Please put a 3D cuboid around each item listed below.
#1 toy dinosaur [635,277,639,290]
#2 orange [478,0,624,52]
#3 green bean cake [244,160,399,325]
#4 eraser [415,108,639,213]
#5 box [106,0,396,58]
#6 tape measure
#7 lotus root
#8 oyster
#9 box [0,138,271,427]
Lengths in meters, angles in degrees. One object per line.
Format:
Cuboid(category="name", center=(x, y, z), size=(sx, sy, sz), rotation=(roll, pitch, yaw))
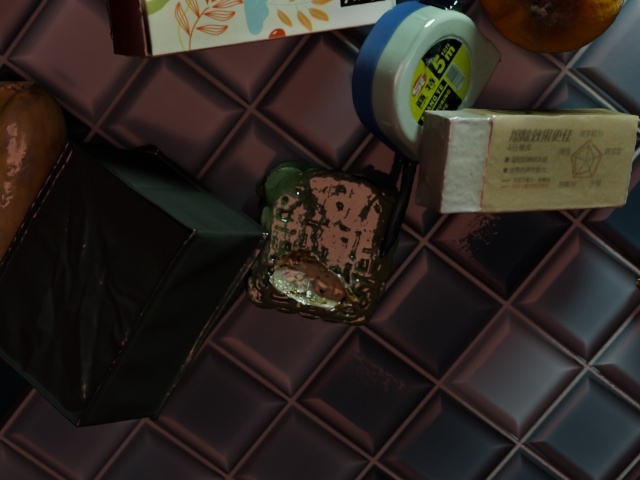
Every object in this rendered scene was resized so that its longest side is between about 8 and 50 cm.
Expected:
Cuboid(category="toy dinosaur", center=(0.674, -0.038, 1.822), size=(0.432, 0.097, 0.208), rotation=(-17, 117, 7))
Cuboid(category="orange", center=(0.313, -0.364, 1.682), size=(0.224, 0.170, 0.224), rotation=(11, 132, 13))
Cuboid(category="green bean cake", center=(0.000, 0.000, 1.817), size=(0.223, 0.125, 0.227), rotation=(12, 99, -4))
Cuboid(category="eraser", center=(0.296, -0.114, 1.731), size=(0.343, 0.078, 0.144), rotation=(-3, 106, -30))
Cuboid(category="box", center=(-0.101, -0.440, 1.615), size=(0.385, 0.122, 0.344), rotation=(-13, 106, -27))
Cuboid(category="tape measure", center=(0.110, -0.167, 1.699), size=(0.215, 0.098, 0.351), rotation=(37, 80, -50))
Cuboid(category="lotus root", center=(-0.460, -0.070, 1.781), size=(0.169, 0.151, 0.342), rotation=(19, 108, 20))
Cuboid(category="oyster", center=(-0.011, 0.066, 1.751), size=(0.086, 0.029, 0.132), rotation=(-41, 97, 6))
Cuboid(category="box", center=(-0.288, 0.060, 1.737), size=(0.251, 0.204, 0.345), rotation=(36, 103, 24))
